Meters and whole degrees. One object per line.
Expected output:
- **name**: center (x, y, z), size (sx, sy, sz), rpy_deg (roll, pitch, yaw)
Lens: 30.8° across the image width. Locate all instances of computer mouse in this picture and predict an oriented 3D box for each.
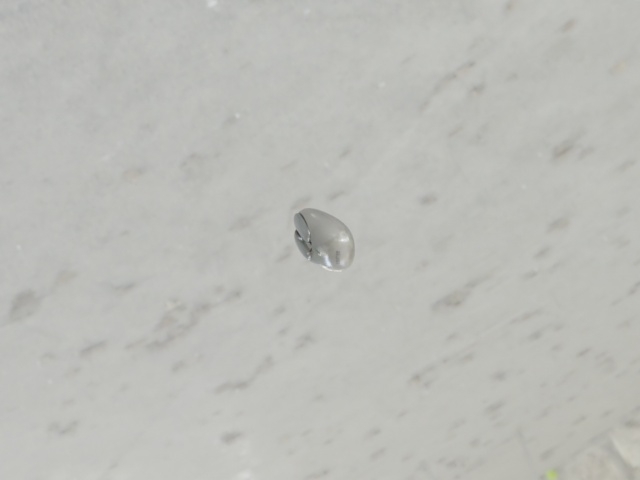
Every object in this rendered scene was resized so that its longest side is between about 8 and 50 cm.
- **computer mouse**: center (-0.001, 0.001, 1.340), size (0.039, 0.096, 0.066), rpy_deg (-29, 132, -37)
